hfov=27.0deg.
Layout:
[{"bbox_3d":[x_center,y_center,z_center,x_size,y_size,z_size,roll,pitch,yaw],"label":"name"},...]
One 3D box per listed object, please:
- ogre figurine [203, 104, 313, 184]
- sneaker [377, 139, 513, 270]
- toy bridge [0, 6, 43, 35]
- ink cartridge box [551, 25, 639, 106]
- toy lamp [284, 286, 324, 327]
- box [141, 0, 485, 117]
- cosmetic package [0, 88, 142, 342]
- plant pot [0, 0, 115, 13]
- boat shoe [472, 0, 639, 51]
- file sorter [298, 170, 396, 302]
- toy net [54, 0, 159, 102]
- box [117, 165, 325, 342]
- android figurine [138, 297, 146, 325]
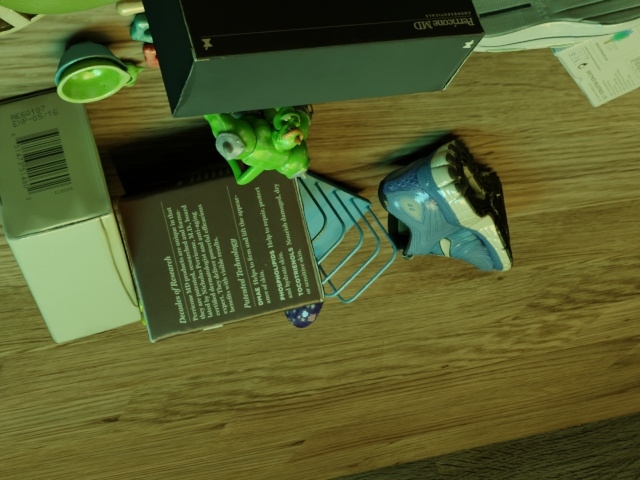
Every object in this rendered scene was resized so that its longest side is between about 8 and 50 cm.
[{"bbox_3d":[-0.068,-0.128,1.413,0.096,0.118,0.197,-22,159,11],"label":"ogre figurine"},{"bbox_3d":[0.172,-0.037,1.845,0.147,0.130,0.330,-14,155,21],"label":"sneaker"},{"bbox_3d":[-0.280,-0.209,1.181,0.188,0.026,0.063,-24,158,17],"label":"toy bridge"},{"bbox_3d":[0.425,-0.268,1.528,0.311,0.065,0.186,-22,158,18],"label":"ink cartridge box"},{"bbox_3d":[-0.119,0.033,1.734,0.274,0.080,0.080,25,137,-33],"label":"toy lamp"},{"bbox_3d":[-0.016,-0.218,1.150,0.261,0.184,0.103,-8,156,-22],"label":"box"},{"bbox_3d":[-0.279,-0.019,1.461,0.113,0.160,0.309,-15,159,-7],"label":"cosmetic package"},{"bbox_3d":[-0.171,-0.264,0.875,0.274,0.275,0.293,-9,173,-21],"label":"plant pot"},{"bbox_3d":[0.258,-0.251,1.442,0.226,0.083,0.076,-6,170,1],"label":"boat shoe"},{"bbox_3d":[0.000,0.000,1.732,0.118,0.104,0.170,-45,144,18],"label":"file sorter"},{"bbox_3d":[-0.147,-0.200,1.277,0.232,0.045,0.122,-30,155,28],"label":"toy net"},{"bbox_3d":[-0.114,0.004,1.548,0.203,0.167,0.168,-14,-173,-2],"label":"box"},{"bbox_3d":[-0.140,0.057,1.883,0.272,0.056,0.248,-24,159,8],"label":"android figurine"}]
